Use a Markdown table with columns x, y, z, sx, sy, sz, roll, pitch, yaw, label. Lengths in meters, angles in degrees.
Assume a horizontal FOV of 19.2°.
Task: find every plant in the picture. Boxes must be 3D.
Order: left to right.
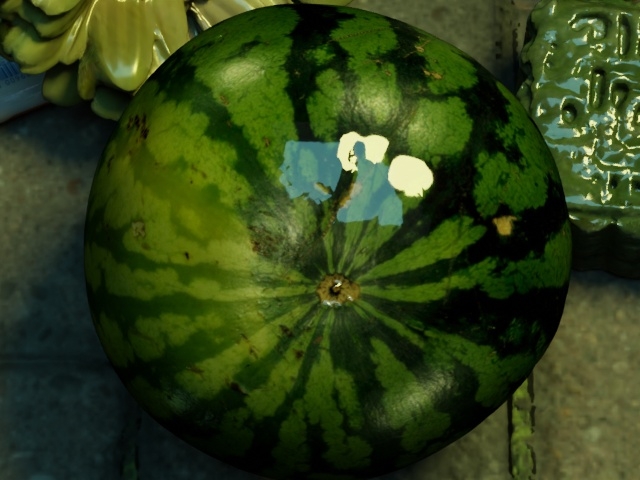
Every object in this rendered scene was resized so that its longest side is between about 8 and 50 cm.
| x | y | z | sx | sy | sz | roll | pitch | yaw | label |
| --- | --- | --- | --- | --- | --- | --- | --- | --- | --- |
| -0.096 | -0.256 | 1.224 | 0.306 | 0.261 | 0.297 | -20 | 71 | -17 | plant |

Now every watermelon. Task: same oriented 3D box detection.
| x | y | z | sx | sy | sz | roll | pitch | yaw | label |
| --- | --- | --- | --- | --- | --- | --- | --- | --- | --- |
| 0.000 | 0.000 | 1.116 | 0.285 | 0.285 | 0.285 | -1 | 71 | 2 | watermelon |

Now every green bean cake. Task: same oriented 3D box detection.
| x | y | z | sx | sy | sz | roll | pitch | yaw | label |
| --- | --- | --- | --- | --- | --- | --- | --- | --- | --- |
| 0.212 | -0.069 | 1.231 | 0.181 | 0.094 | 0.173 | 9 | 72 | 7 | green bean cake |

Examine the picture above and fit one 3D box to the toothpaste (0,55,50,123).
| x | y | z | sx | sy | sz | roll | pitch | yaw | label |
| --- | --- | --- | --- | --- | --- | --- | --- | --- | --- |
| -0.252 | -0.102 | 1.289 | 0.234 | 0.057 | 0.089 | -28 | 74 | -14 | toothpaste |
